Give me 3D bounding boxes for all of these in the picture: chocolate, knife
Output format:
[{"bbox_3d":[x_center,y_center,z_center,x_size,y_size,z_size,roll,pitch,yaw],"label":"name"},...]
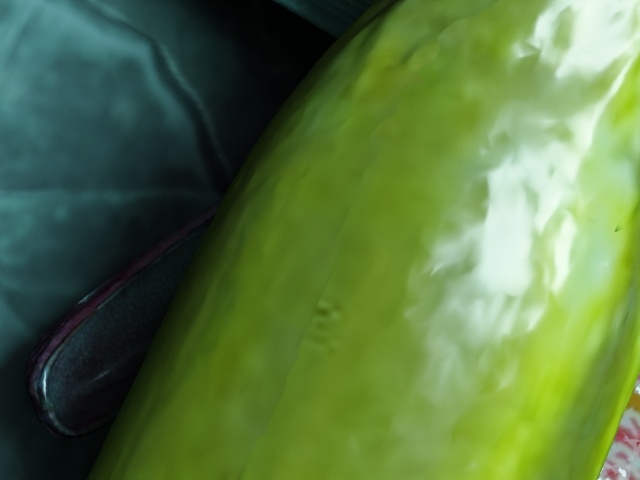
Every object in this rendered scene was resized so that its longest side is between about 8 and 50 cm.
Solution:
[{"bbox_3d":[0.023,0.059,0.435,0.162,0.162,0.445,23,94,-24],"label":"chocolate"},{"bbox_3d":[-0.002,0.000,0.553,0.278,0.053,0.123,-32,111,-32],"label":"knife"}]

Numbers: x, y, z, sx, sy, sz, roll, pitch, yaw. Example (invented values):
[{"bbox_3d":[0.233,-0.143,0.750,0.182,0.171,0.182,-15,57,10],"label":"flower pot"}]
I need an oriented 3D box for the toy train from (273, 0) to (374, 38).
[{"bbox_3d":[0.094,-0.077,0.514,0.409,0.086,0.089,30,41,-1],"label":"toy train"}]

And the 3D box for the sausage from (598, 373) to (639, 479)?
[{"bbox_3d":[0.158,0.001,0.616,0.093,0.093,0.312,37,69,-19],"label":"sausage"}]
